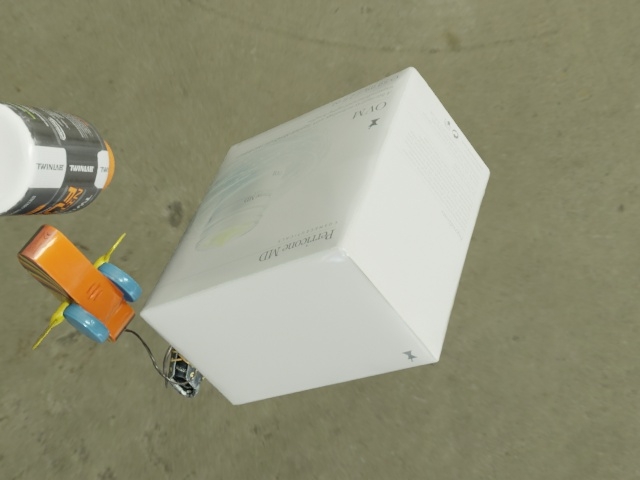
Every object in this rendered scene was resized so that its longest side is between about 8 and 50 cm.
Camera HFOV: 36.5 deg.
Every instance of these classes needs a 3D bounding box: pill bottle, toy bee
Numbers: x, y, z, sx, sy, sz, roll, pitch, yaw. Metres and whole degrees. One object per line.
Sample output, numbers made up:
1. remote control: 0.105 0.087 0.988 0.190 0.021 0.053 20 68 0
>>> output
1. pill bottle: -0.340 -0.095 1.169 0.130 0.245 0.131 1 93 14
2. toy bee: -0.331 0.098 1.379 0.195 0.162 0.298 -34 113 -32

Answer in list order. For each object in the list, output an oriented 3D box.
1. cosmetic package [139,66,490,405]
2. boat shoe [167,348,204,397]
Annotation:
1. cosmetic package: 0.000 0.000 0.834 0.138 0.224 0.225 48 43 -28
2. boat shoe: -0.198 0.163 1.448 0.065 0.183 0.083 11 55 15
